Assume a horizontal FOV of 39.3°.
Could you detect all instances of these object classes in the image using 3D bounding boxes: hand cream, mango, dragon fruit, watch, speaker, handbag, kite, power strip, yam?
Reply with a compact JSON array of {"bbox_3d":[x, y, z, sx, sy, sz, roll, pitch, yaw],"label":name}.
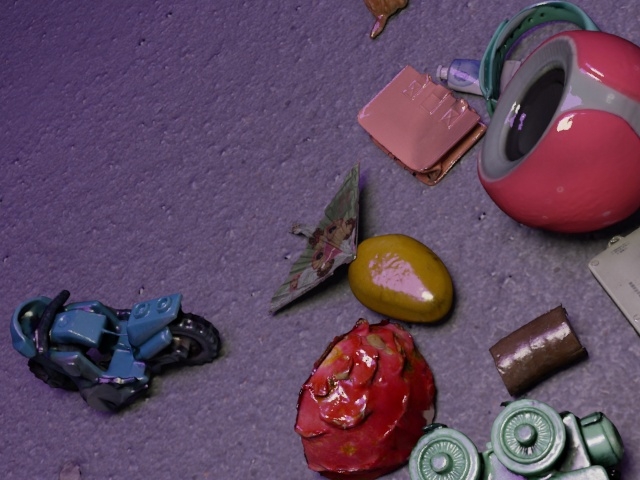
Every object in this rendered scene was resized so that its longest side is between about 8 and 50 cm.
[{"bbox_3d":[0.274,-0.290,1.581,0.142,0.053,0.084,11,67,27],"label":"hand cream"},{"bbox_3d":[0.129,0.066,1.418,0.137,0.098,0.195,-46,53,-4],"label":"mango"},{"bbox_3d":[0.077,0.233,1.325,0.189,0.163,0.262,23,74,13],"label":"dragon fruit"},{"bbox_3d":[0.363,-0.295,1.491,0.195,0.068,0.237,24,76,35],"label":"watch"},{"bbox_3d":[0.358,-0.145,1.278,0.294,0.294,0.294,-17,54,25],"label":"speaker"},{"bbox_3d":[0.178,-0.207,1.581,0.157,0.059,0.212,-46,49,2],"label":"handbag"},{"bbox_3d":[0.000,0.000,1.539,0.323,0.013,0.267,-58,26,0],"label":"kite"},{"bbox_3d":[0.486,0.129,1.170,0.106,0.043,0.367,-35,48,11],"label":"power strip"},{"bbox_3d":[0.303,0.154,1.255,0.127,0.084,0.084,-30,49,11],"label":"yam"}]

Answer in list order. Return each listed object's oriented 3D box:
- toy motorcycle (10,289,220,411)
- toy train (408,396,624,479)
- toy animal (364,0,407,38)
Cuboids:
[{"bbox_3d":[-0.392,0.178,1.603,0.416,0.232,0.172,-13,44,27],"label":"toy motorcycle"},{"bbox_3d":[0.246,0.336,1.124,0.299,0.167,0.238,-26,56,19],"label":"toy train"},{"bbox_3d":[0.096,-0.520,1.750,0.104,0.185,0.184,9,68,36],"label":"toy animal"}]
